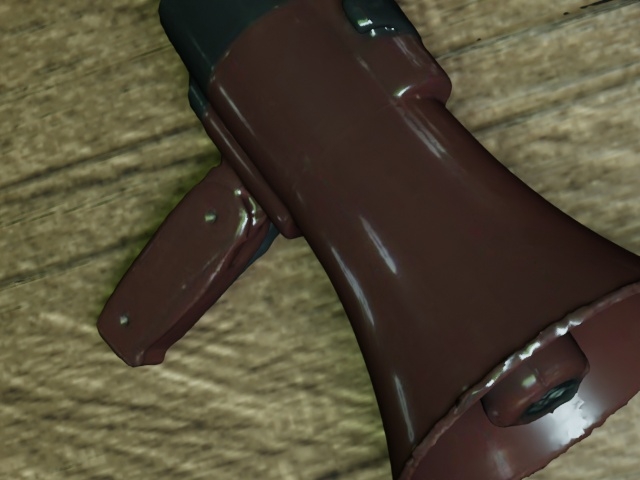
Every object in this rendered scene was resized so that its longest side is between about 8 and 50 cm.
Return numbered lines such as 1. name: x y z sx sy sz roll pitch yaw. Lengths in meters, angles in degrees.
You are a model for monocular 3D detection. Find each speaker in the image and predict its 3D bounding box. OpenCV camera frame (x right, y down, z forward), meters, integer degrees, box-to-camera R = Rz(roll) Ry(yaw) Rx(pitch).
1. speaker: 0.023 0.001 1.089 0.329 0.198 0.259 49 140 28
